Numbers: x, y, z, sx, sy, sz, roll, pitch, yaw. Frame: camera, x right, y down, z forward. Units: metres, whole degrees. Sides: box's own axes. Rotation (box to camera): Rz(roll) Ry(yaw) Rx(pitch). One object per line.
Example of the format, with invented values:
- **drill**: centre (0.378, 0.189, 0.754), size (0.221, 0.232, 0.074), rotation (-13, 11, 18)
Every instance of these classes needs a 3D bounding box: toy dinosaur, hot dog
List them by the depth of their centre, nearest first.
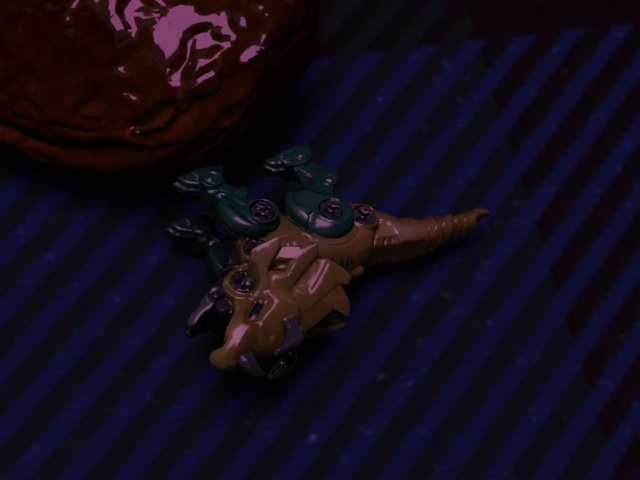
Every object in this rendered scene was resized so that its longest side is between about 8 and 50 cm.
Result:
- **toy dinosaur**: centre (0.000, 0.000, 1.393), size (0.259, 0.094, 0.153), rotation (-25, 63, -29)
- **hot dog**: centre (-0.188, -0.205, 1.451), size (0.387, 0.174, 0.267), rotation (35, 56, 8)
